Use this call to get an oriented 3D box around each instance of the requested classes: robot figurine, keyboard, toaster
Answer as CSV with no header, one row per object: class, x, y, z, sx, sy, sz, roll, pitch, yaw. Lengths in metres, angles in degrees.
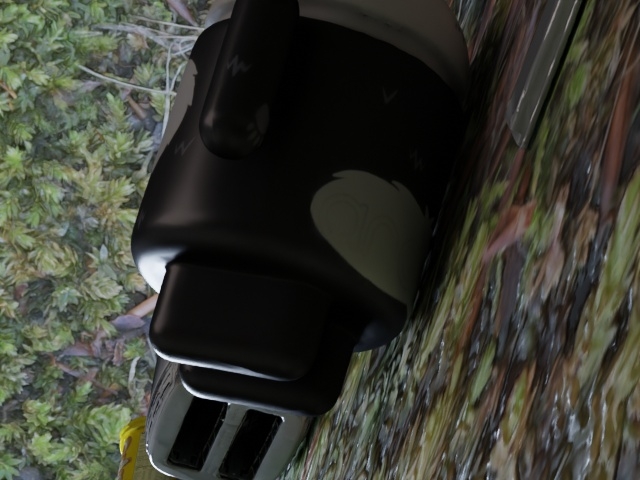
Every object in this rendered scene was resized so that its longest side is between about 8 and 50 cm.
robot figurine,-0.014,-0.041,1.182,0.209,0.173,0.278,-31,39,63
keyboard,0.138,-0.169,0.962,0.072,0.014,0.256,-71,1,-76
toaster,-0.061,0.090,1.505,0.227,0.129,0.146,117,168,-53

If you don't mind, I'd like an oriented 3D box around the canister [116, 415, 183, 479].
canister,-0.182,0.288,2.202,0.170,0.073,0.126,-88,-16,-63
